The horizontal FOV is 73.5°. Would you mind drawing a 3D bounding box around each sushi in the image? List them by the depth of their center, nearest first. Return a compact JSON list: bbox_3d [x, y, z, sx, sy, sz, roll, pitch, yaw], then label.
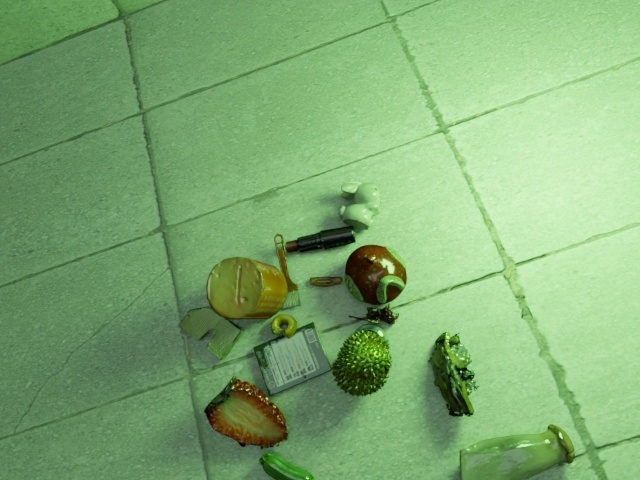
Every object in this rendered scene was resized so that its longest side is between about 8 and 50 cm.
[{"bbox_3d":[0.473,0.475,1.535,0.131,0.139,0.291,-7,72,-13],"label":"sushi"}]

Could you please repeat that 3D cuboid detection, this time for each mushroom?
[{"bbox_3d":[0.622,0.718,1.415,0.407,0.137,0.154,-22,59,0],"label":"mushroom"}]

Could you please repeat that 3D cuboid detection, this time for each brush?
[{"bbox_3d":[-0.148,0.122,1.767,0.090,0.017,0.314,-15,80,17],"label":"brush"}]

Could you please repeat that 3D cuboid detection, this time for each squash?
[{"bbox_3d":[-0.123,0.834,1.542,0.219,0.068,0.077,23,94,15],"label":"squash"}]

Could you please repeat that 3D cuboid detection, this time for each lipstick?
[{"bbox_3d":[0.000,0.000,1.777,0.300,0.081,0.081,-11,71,12],"label":"lipstick"}]

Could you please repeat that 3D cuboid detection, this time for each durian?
[{"bbox_3d":[0.149,0.446,1.531,0.200,0.176,0.237,29,102,-5],"label":"durian"}]

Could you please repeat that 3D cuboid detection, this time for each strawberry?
[{"bbox_3d":[-0.265,0.652,1.610,0.306,0.138,0.233,38,102,-7],"label":"strawberry"}]

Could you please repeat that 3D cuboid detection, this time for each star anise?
[{"bbox_3d":[0.203,0.288,1.640,0.191,0.097,0.070,3,58,11],"label":"star anise"}]

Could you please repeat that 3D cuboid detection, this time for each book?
[{"bbox_3d":[-0.111,0.462,1.678,0.264,0.027,0.202,-24,70,2],"label":"book"}]

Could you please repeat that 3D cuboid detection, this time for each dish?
[{"bbox_3d":[0.186,0.382,1.625,0.141,0.078,0.141,-3,73,9],"label":"dish"}]

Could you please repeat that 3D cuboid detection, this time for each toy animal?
[{"bbox_3d":[0.159,-0.146,1.771,0.178,0.127,0.193,6,76,13],"label":"toy animal"}]

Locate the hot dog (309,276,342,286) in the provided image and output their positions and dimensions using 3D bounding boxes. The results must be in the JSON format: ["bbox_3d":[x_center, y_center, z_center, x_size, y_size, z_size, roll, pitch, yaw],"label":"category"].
[{"bbox_3d":[0.021,0.167,1.748,0.137,0.028,0.044,0,80,8],"label":"hot dog"}]

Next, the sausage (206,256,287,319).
[{"bbox_3d":[-0.272,0.186,1.643,0.233,0.287,0.233,-3,79,13],"label":"sausage"}]

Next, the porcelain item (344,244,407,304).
[{"bbox_3d":[0.205,0.119,1.626,0.253,0.253,0.253,-3,72,9],"label":"porcelain item"}]

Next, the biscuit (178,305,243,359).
[{"bbox_3d":[-0.450,0.364,1.758,0.250,0.046,0.147,30,81,16],"label":"biscuit"}]

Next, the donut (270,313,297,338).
[{"bbox_3d":[-0.147,0.334,1.704,0.108,0.043,0.097,5,58,16],"label":"donut"}]
